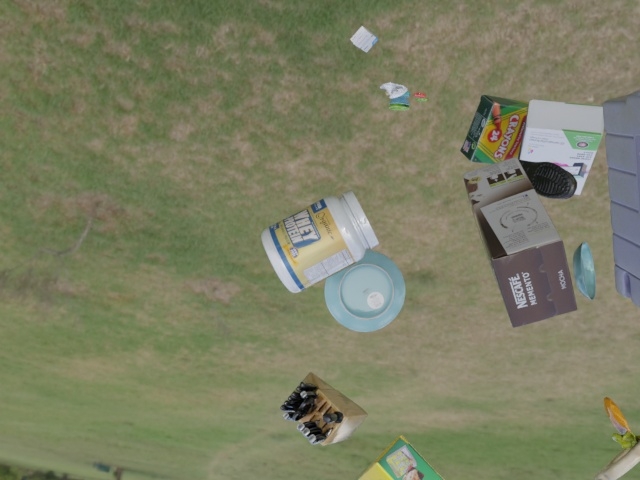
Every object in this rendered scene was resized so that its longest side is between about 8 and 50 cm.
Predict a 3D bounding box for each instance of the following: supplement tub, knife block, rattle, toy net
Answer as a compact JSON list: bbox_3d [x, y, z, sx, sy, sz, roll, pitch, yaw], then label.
[{"bbox_3d":[0.000,0.000,1.180,0.199,0.144,0.144,-28,147,3],"label":"supplement tub"},{"bbox_3d":[0.024,0.424,1.401,0.275,0.088,0.242,40,-178,-22],"label":"knife block"},{"bbox_3d":[0.624,0.478,1.338,0.200,0.143,0.130,-47,170,17],"label":"rattle"},{"bbox_3d":[0.253,-0.439,1.841,0.122,0.045,0.232,8,-176,19],"label":"toy net"}]

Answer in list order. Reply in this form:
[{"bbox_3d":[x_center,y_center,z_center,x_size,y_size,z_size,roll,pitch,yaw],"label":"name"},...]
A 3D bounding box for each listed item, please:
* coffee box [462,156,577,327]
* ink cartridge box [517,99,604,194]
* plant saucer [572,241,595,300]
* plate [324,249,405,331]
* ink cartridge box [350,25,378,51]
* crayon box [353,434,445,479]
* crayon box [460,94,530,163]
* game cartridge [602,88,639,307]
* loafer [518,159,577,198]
[{"bbox_3d":[0.366,-0.005,1.128,0.118,0.297,0.168,-18,122,13],"label":"coffee box"},{"bbox_3d":[0.693,-0.268,1.761,0.201,0.117,0.278,9,150,15],"label":"ink cartridge box"},{"bbox_3d":[0.533,0.062,1.216,0.021,0.120,0.119,-9,149,35],"label":"plant saucer"},{"bbox_3d":[0.103,0.115,1.364,0.188,0.188,0.024,11,178,-5],"label":"plate"},{"bbox_3d":[0.114,-0.542,1.608,0.048,0.028,0.083,-45,159,22],"label":"ink cartridge box"},{"bbox_3d":[0.243,0.676,1.425,0.363,0.106,0.313,44,144,16],"label":"crayon box"},{"bbox_3d":[0.634,-0.345,1.930,0.318,0.081,0.202,1,124,-22],"label":"crayon box"},{"bbox_3d":[0.335,-0.013,0.487,0.068,0.230,0.355,-5,-167,3],"label":"game cartridge"},{"bbox_3d":[0.545,-0.151,1.447,0.078,0.080,0.220,10,-164,-24],"label":"loafer"}]
